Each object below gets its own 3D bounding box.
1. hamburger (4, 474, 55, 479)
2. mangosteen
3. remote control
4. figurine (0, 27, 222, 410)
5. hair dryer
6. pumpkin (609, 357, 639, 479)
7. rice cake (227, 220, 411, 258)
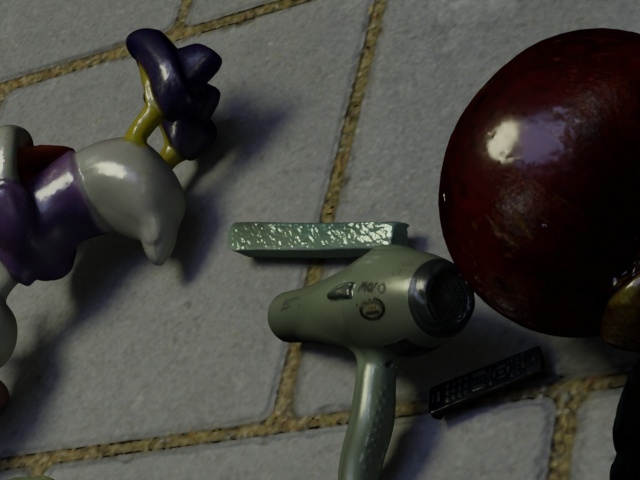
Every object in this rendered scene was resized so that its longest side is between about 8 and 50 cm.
[{"bbox_3d":[-0.244,0.251,1.316,0.140,0.062,0.133,-15,43,31],"label":"hamburger"},{"bbox_3d":[0.206,-0.021,1.094,0.257,0.215,0.215,34,79,28],"label":"mangosteen"},{"bbox_3d":[0.121,0.104,1.186,0.091,0.016,0.034,-24,27,20],"label":"remote control"},{"bbox_3d":[-0.234,-0.005,1.476,0.421,0.154,0.193,-42,62,-9],"label":"figurine"},{"bbox_3d":[0.016,0.100,1.237,0.219,0.088,0.225,29,100,61],"label":"hair dryer"},{"bbox_3d":[0.282,0.126,0.908,0.248,0.248,0.248,-22,44,23],"label":"pumpkin"},{"bbox_3d":[0.000,0.000,1.365,0.180,0.042,0.030,0,82,40],"label":"rice cake"}]
